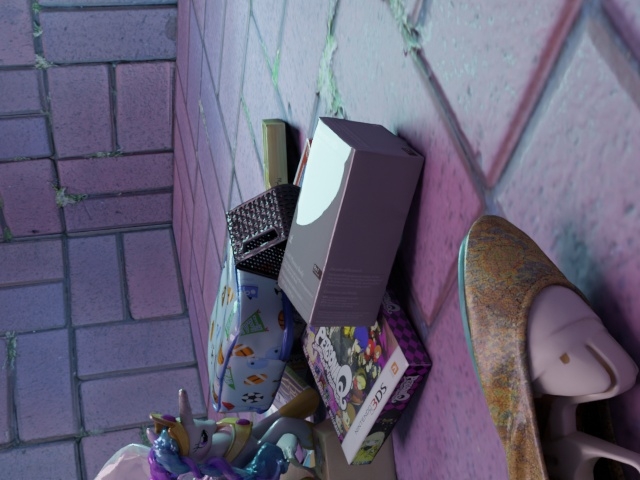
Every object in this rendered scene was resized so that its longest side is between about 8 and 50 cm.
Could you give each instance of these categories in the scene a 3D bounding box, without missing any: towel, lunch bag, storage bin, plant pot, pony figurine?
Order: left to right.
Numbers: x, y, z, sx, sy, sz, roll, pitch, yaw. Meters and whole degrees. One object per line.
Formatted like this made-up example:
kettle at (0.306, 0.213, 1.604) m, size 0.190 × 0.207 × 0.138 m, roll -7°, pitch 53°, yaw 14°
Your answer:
pony figurine at (-0.166, 0.372, 1.212) m, size 0.302 × 0.363 × 0.351 m, roll 35°, pitch 104°, yaw 37°
lunch bag at (-0.118, 0.132, 1.354) m, size 0.303 × 0.114 × 0.243 m, roll 112°, pitch 158°, yaw -47°
storage bin at (-0.037, -0.004, 1.182) m, size 0.122 × 0.180 × 0.084 m, roll -26°, pitch 65°, yaw 28°
towel at (-0.049, 0.492, 1.659) m, size 0.152 × 0.023 × 0.113 m, roll 78°, pitch 178°, yaw -60°
plant pot at (0.044, 0.309, 1.197) m, size 0.109 × 0.096 × 0.109 m, roll 171°, pitch 93°, yaw -74°

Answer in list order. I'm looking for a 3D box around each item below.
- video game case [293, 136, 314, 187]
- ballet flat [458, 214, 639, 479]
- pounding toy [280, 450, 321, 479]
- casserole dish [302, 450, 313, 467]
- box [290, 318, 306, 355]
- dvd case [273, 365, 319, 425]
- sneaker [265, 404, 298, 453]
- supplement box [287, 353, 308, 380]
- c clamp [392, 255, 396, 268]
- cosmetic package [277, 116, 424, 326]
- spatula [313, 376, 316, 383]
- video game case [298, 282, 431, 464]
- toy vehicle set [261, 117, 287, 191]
video game case at (0.000, 0.000, 1.371) m, size 0.204 × 0.025 × 0.285 m, roll 111°, pitch 148°, yaw -59°
ballet flat at (0.192, 0.143, 0.619) m, size 0.123 × 0.123 × 0.349 m, roll 148°, pitch 116°, yaw -73°
pounding toy at (-0.034, 0.498, 1.390) m, size 0.154 × 0.154 × 0.270 m, roll 35°, pitch 125°, yaw 45°
casserole dish at (-0.005, 0.456, 1.538) m, size 0.188 × 0.037 × 0.114 m, roll 108°, pitch 151°, yaw -54°
box at (-0.085, 0.155, 1.600) m, size 0.275 × 0.094 × 0.113 m, roll 114°, pitch 146°, yaw -61°
dvd case at (-0.079, 0.279, 1.562) m, size 0.221 × 0.018 × 0.165 m, roll 37°, pitch 146°, yaw 35°
sneaker at (-0.088, 0.366, 1.744) m, size 0.083 × 0.071 × 0.191 m, roll 110°, pitch 150°, yaw -46°
supplement box at (-0.064, 0.269, 1.628) m, size 0.098 × 0.062 × 0.036 m, roll 104°, pitch 156°, yaw -49°
c clamp at (0.073, -0.043, 1.098) m, size 0.161 × 0.022 × 0.137 m, roll -112°, pitch 21°, yaw -43°
cosmetic package at (0.033, -0.022, 1.019) m, size 0.127 × 0.107 × 0.238 m, roll -132°, pitch 49°, yaw -57°
spatula at (-0.016, 0.091, 1.355) m, size 0.084 × 0.030 × 0.297 m, roll 150°, pitch 113°, yaw -71°
video game case at (0.051, 0.151, 1.119) m, size 0.210 × 0.041 × 0.232 m, roll -66°, pitch 34°, yaw 36°
toy vehicle set at (-0.086, -0.097, 1.568) m, size 0.166 × 0.035 × 0.267 m, roll -118°, pitch 25°, yaw -76°
